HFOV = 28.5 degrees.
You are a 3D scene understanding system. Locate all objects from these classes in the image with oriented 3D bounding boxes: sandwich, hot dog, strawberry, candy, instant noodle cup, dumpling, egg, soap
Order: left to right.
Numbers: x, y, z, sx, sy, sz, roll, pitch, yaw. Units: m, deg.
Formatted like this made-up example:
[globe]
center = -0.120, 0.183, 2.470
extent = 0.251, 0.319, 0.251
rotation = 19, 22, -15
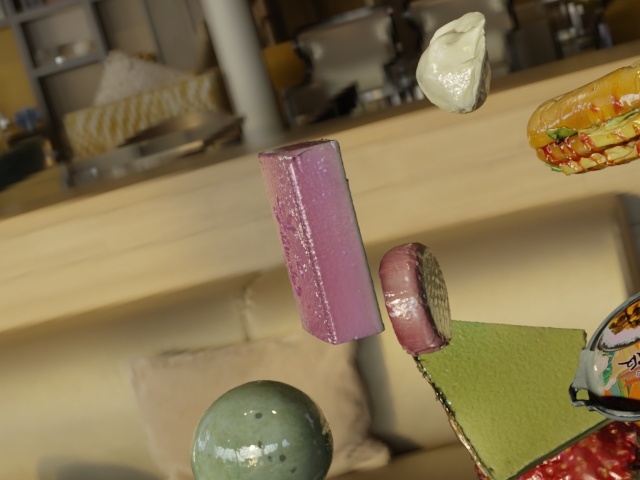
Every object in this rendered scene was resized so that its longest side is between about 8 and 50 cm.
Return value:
[egg]
center = -0.074, 0.260, 1.566
extent = 0.169, 0.169, 0.236
rotation = -21, -6, -25
[soap]
center = -0.002, 0.000, 1.651
extent = 0.081, 0.259, 0.181
rotation = -15, 9, -13
[candy]
center = 0.087, 0.053, 1.141
extent = 0.043, 0.103, 0.103
rotation = -13, 11, 18
[dumpling]
center = 0.228, -0.293, 2.058
extent = 0.126, 0.166, 0.216
rotation = 21, 16, 3
[sandwich]
center = 0.245, 0.164, 1.610
extent = 0.212, 0.245, 0.063
rotation = -28, -19, -9
[strawberry]
center = 0.343, 0.310, 1.811
extent = 0.306, 0.137, 0.233
rotation = 8, 52, 24
[hot dog]
center = 0.289, -0.113, 1.245
extent = 0.076, 0.104, 0.250
rotation = -63, 19, -16
[instant noodle cup]
center = 0.385, 0.148, 1.337
extent = 0.208, 0.125, 0.177
rotation = -26, 33, 34
